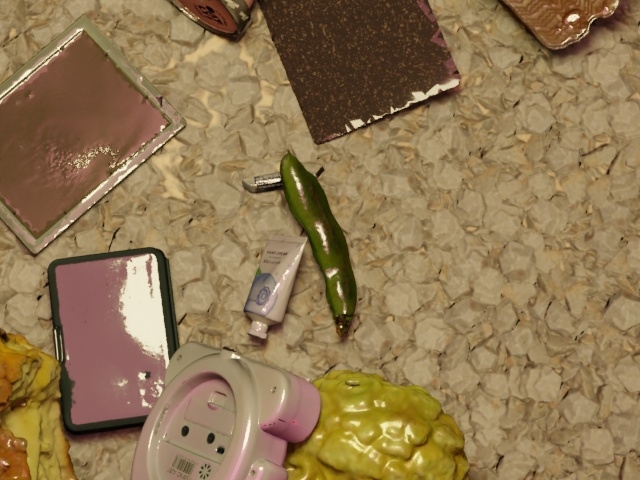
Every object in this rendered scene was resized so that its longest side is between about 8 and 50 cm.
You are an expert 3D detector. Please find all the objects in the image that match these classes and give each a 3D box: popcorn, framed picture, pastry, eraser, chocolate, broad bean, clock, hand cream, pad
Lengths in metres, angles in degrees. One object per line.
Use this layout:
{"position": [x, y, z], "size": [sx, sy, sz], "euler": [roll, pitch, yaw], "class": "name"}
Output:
{"position": [0.050, 0.275, 1.759], "size": [0.251, 0.206, 0.237], "euler": [-22, 106, -4], "class": "popcorn"}
{"position": [-0.349, -0.144, 1.937], "size": [0.273, 0.016, 0.216], "euler": [-41, 81, -10], "class": "framed picture"}
{"position": [-0.458, 0.301, 1.699], "size": [0.337, 0.292, 0.405], "euler": [-14, 88, 6], "class": "pastry"}
{"position": [-0.054, -0.079, 1.925], "size": [0.099, 0.027, 0.019], "euler": [-10, 70, -5], "class": "eraser"}
{"position": [0.298, -0.369, 1.944], "size": [0.148, 0.093, 0.214], "euler": [-42, 102, 11], "class": "chocolate"}
{"position": [0.003, -0.001, 1.890], "size": [0.065, 0.046, 0.255], "euler": [-17, 86, -39], "class": "broad bean"}
{"position": [-0.131, 0.253, 1.721], "size": [0.227, 0.090, 0.248], "euler": [12, 75, 47], "class": "clock"}
{"position": [-0.064, 0.059, 1.876], "size": [0.053, 0.084, 0.142], "euler": [21, 81, -36], "class": "hand cream"}
{"position": [0.034, -0.318, 1.970], "size": [0.220, 0.004, 0.330], "euler": [-22, 79, 6], "class": "pad"}

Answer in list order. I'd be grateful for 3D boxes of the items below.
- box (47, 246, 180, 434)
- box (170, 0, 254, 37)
{"position": [-0.263, 0.128, 1.861], "size": [0.160, 0.050, 0.230], "euler": [-8, 78, -4], "class": "box"}
{"position": [-0.133, -0.370, 1.926], "size": [0.151, 0.151, 0.135], "euler": [33, 75, 6], "class": "box"}
